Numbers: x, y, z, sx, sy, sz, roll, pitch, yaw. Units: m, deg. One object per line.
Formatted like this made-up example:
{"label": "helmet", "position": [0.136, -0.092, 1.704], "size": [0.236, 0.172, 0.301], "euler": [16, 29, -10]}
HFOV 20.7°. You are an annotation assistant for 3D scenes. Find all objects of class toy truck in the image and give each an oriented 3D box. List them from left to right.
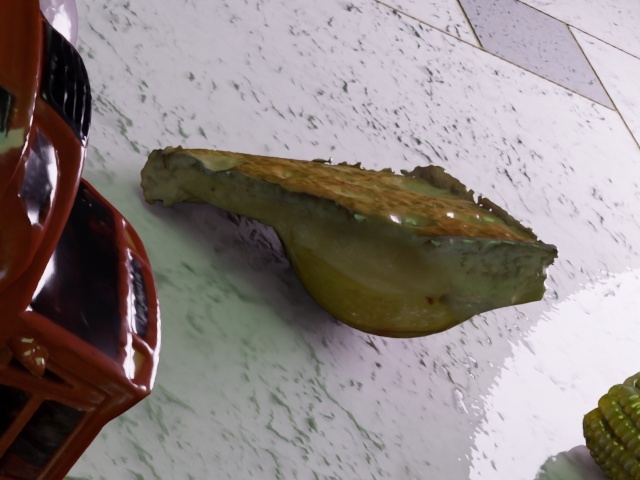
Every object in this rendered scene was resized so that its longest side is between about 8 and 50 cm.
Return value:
{"label": "toy truck", "position": [-0.130, 0.043, 0.519], "size": [0.114, 0.253, 0.107], "euler": [28, 27, -24]}

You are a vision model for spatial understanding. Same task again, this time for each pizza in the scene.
{"label": "pizza", "position": [0.008, 0.003, 0.957], "size": [0.204, 0.081, 0.188], "euler": [6, 15, -30]}

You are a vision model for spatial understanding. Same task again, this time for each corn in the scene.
{"label": "corn", "position": [0.219, 0.144, 0.978], "size": [0.165, 0.063, 0.085], "euler": [47, 19, 18]}

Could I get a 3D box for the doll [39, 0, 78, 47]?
{"label": "doll", "position": [-0.172, -0.076, 0.811], "size": [0.160, 0.094, 0.365], "euler": [48, 16, -38]}
